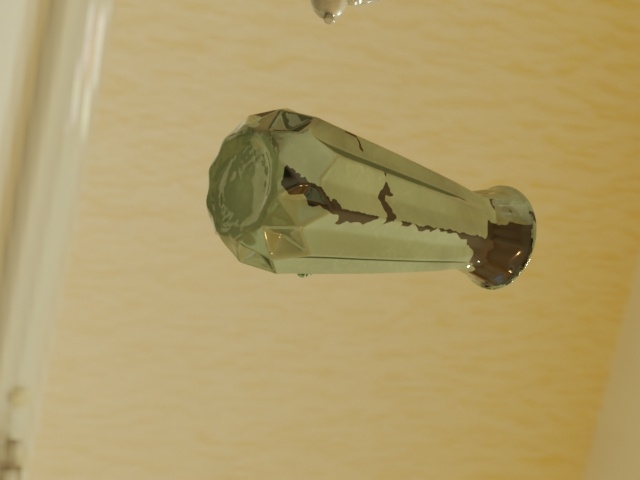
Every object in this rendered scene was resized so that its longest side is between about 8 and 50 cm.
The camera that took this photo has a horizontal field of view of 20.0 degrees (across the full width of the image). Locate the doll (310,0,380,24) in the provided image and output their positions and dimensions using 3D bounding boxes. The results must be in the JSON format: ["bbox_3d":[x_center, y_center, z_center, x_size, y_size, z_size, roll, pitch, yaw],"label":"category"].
[{"bbox_3d":[-0.007,-0.268,1.712,0.059,0.160,0.161,97,11,-50],"label":"doll"}]

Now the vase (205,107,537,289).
[{"bbox_3d":[0.059,-0.031,1.841,0.165,0.360,0.165,-13,-108,47],"label":"vase"}]

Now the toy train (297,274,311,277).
[{"bbox_3d":[0.000,0.000,2.009,0.029,0.045,0.092,35,-66,14],"label":"toy train"}]
